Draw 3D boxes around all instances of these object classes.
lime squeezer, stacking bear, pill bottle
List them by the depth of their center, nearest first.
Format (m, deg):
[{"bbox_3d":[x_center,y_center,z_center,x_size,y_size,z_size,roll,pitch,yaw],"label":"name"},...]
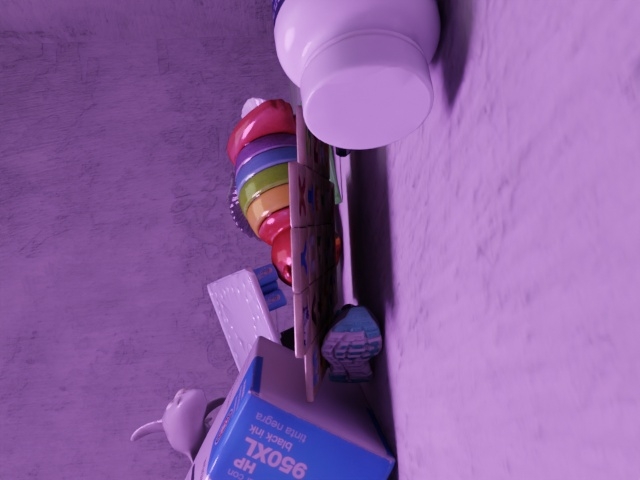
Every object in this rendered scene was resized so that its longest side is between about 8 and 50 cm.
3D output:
[{"bbox_3d":[0.018,-0.142,0.358,0.094,0.094,0.169,94,172,-62],"label":"pill bottle"},{"bbox_3d":[0.005,-0.218,0.945,0.110,0.059,0.310,36,-139,-54],"label":"lime squeezer"},{"bbox_3d":[-0.049,-0.057,1.012,0.175,0.164,0.289,23,-138,-53],"label":"stacking bear"}]

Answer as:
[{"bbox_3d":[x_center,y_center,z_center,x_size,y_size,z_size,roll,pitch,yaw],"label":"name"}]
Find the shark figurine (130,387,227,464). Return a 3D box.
[{"bbox_3d":[-0.161,0.310,0.921,0.278,0.166,0.116,41,-162,-57],"label":"shark figurine"}]

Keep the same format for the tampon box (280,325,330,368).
[{"bbox_3d":[-0.035,0.263,1.217,0.120,0.101,0.161,52,154,36],"label":"tampon box"}]

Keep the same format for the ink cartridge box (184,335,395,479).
[{"bbox_3d":[-0.094,0.342,0.708,0.394,0.166,0.285,-64,5,0],"label":"ink cartridge box"}]

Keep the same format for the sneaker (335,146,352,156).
[{"bbox_3d":[0.013,-0.163,0.699,0.052,0.058,0.135,-107,13,-74],"label":"sneaker"}]

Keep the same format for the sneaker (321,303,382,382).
[{"bbox_3d":[0.031,0.099,0.668,0.166,0.065,0.076,96,174,-60],"label":"sneaker"}]

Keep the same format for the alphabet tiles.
[{"bbox_3d":[-0.001,0.010,0.690,0.342,0.011,0.285,-17,-75,-83],"label":"alphabet tiles"}]

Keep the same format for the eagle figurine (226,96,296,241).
[{"bbox_3d":[-0.095,-0.169,1.440,0.226,0.225,0.298,123,156,-66],"label":"eagle figurine"}]

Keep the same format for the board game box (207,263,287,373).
[{"bbox_3d":[-0.086,0.241,1.103,0.389,0.050,0.390,69,159,0],"label":"board game box"}]
